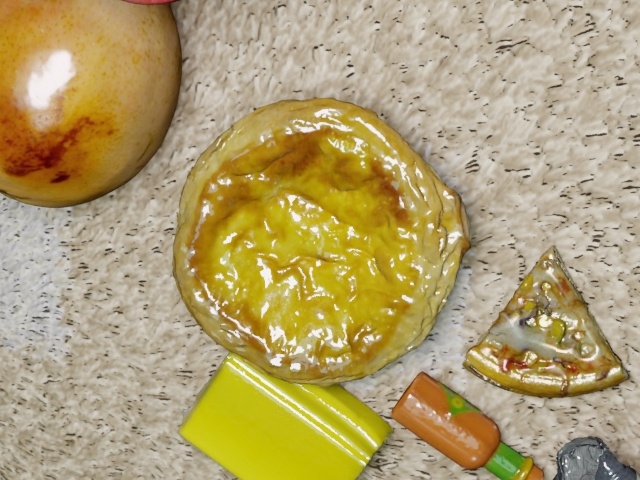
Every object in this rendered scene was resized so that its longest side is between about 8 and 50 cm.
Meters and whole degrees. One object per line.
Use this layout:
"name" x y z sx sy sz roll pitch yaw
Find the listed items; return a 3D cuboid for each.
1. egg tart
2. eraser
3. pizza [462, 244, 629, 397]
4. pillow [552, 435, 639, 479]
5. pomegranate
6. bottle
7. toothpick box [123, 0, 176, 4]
"egg tart" -0.003 0.003 1.336 0.341 0.129 0.341 2 99 11
"eraser" -0.043 0.226 1.417 0.226 0.069 0.158 35 108 5
"pizza" 0.266 0.098 1.336 0.184 0.036 0.176 14 103 10
"pillow" 0.354 0.372 1.317 0.161 0.092 0.335 -26 93 51
"pomegranate" -0.290 -0.196 1.301 0.319 0.319 0.319 2 100 13
"bottle" 0.174 0.229 1.367 0.187 0.069 0.069 35 106 4
"toothpick box" -0.106 -0.353 1.178 0.204 0.333 0.204 5 108 17
